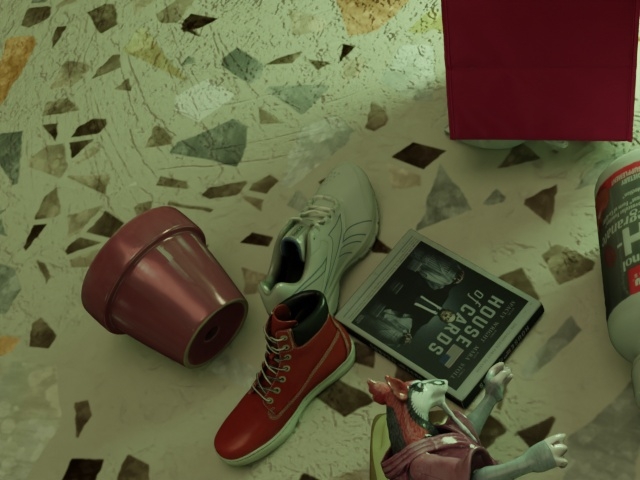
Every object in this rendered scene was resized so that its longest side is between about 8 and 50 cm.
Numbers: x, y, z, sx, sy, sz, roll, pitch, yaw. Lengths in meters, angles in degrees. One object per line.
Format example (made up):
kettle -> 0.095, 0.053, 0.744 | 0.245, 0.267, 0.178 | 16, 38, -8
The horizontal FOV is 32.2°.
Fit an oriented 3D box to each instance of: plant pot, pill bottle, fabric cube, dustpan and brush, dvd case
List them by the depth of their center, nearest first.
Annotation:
pill bottle -> 0.437, 0.052, 1.363 | 0.176, 0.176, 0.319 | -8, 53, 16
dvd case -> 0.160, 0.102, 1.532 | 0.238, 0.029, 0.179 | 31, 72, 36
fabric cube -> 0.317, -0.312, 1.573 | 0.258, 0.259, 0.254 | 3, 41, 15
plant pot -> -0.211, 0.081, 1.602 | 0.180, 0.201, 0.201 | 38, 75, 21
dustpan and brush -> 0.295, -0.177, 1.658 | 0.147, 0.060, 0.211 | -40, 52, -10

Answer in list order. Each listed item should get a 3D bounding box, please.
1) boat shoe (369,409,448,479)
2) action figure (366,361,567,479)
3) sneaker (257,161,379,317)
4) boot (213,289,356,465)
boat shoe -> 0.129, 0.352, 1.310 | 0.123, 0.123, 0.342 | -11, 47, 15
action figure -> 0.171, 0.298, 1.227 | 0.370, 0.248, 0.276 | 45, 96, 5
sneaker -> 0.000, 0.000, 1.604 | 0.111, 0.129, 0.297 | 5, 57, 27
boot -> -0.070, 0.178, 1.474 | 0.244, 0.176, 0.088 | -45, 54, -11
